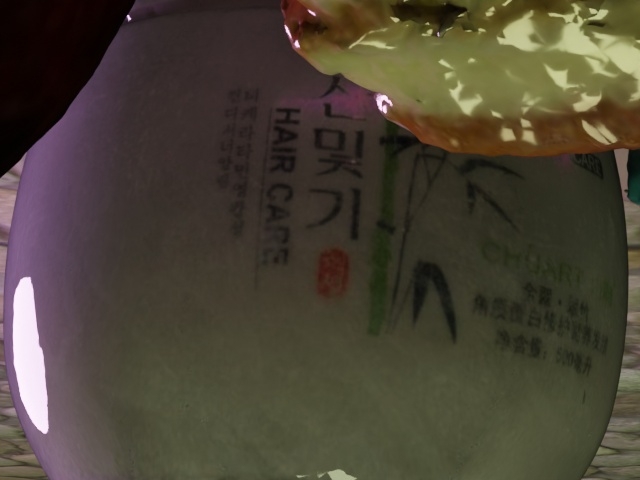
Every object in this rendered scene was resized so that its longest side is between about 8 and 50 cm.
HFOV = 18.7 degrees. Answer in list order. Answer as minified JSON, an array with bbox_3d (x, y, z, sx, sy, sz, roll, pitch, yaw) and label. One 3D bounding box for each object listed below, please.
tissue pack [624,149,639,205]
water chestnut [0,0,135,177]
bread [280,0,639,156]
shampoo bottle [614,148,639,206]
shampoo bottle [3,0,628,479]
[{"bbox_3d":[0.269,-0.078,0.800,0.201,0.124,0.271,7,166,-18],"label":"tissue pack"},{"bbox_3d":[-0.183,-0.137,0.396,0.350,0.302,0.350,6,-161,-2],"label":"water chestnut"},{"bbox_3d":[0.062,-0.124,0.445,0.190,0.123,0.244,26,144,-3],"label":"bread"},{"bbox_3d":[0.220,-0.043,1.000,0.257,0.078,0.127,12,172,2],"label":"shampoo bottle"},{"bbox_3d":[0.000,0.000,0.863,0.273,0.266,0.273,4,168,1],"label":"shampoo bottle"}]
